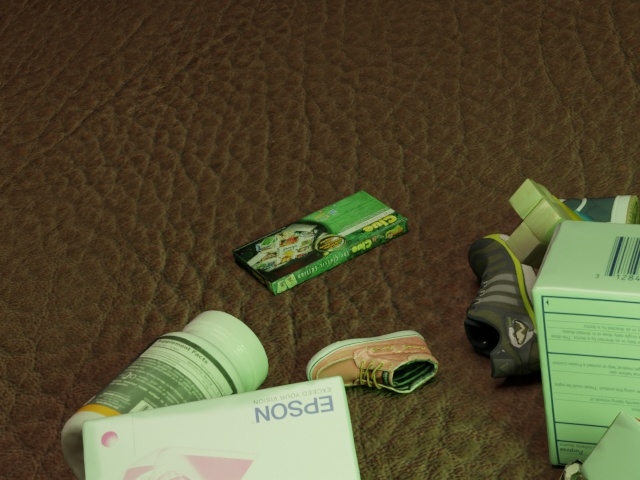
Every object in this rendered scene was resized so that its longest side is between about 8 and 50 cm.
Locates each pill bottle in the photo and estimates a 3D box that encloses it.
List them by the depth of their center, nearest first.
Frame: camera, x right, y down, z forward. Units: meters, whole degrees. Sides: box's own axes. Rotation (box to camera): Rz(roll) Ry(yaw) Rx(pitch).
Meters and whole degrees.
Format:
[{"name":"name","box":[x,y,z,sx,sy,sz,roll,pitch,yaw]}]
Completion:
[{"name":"pill bottle","box":[-0.201,0.223,1.930,0.162,0.162,0.278,12,38,32]}]

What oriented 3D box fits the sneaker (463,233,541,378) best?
[{"name":"sneaker","box":[0.254,0.090,2.059,0.121,0.111,0.300,-17,30,-4]}]

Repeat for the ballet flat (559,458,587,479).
[{"name":"ballet flat","box":[0.299,0.307,1.760,0.041,0.041,0.114,8,36,27]}]

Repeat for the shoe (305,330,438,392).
[{"name":"shoe","box":[0.073,0.177,2.010,0.178,0.063,0.081,-13,26,-12]}]

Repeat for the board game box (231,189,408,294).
[{"name":"board game box","box":[0.000,0.000,2.350,0.259,0.030,0.136,-25,32,-21]}]

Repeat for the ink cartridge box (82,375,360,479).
[{"name":"ink cartridge box","box":[-0.106,0.338,1.675,0.324,0.071,0.330,-10,57,0]}]

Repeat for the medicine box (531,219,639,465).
[{"name":"medicine box","box":[0.411,0.138,1.755,0.263,0.289,0.149,4,37,22]}]

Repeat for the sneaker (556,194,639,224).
[{"name":"sneaker","box":[0.375,0.024,2.132,0.153,0.099,0.282,2,33,22]}]

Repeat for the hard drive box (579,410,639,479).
[{"name":"hard drive box","box":[0.424,0.306,1.584,0.089,0.181,0.232,-57,36,9]}]

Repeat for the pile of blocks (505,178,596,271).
[{"name":"pile of blocks","box":[0.385,0.070,1.950,0.362,0.112,0.149,41,20,4]}]
